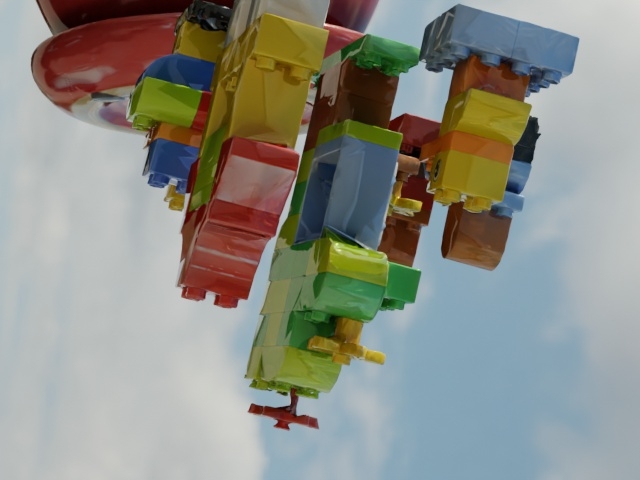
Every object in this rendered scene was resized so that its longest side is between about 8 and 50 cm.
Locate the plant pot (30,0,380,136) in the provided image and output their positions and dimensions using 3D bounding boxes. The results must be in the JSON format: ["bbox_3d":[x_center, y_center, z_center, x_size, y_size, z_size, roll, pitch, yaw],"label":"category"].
[{"bbox_3d":[-0.055,-0.142,0.935,0.191,0.191,0.174,159,-67,-70],"label":"plant pot"}]

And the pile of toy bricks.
[{"bbox_3d":[0.000,0.000,0.539,0.212,0.118,0.105,163,-60,-78],"label":"pile of toy bricks"}]
